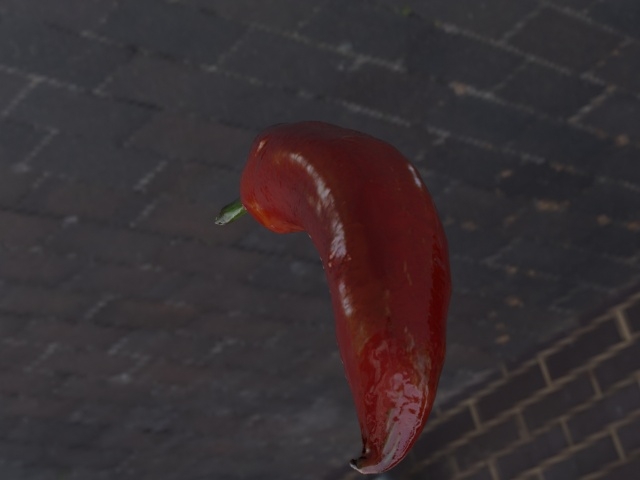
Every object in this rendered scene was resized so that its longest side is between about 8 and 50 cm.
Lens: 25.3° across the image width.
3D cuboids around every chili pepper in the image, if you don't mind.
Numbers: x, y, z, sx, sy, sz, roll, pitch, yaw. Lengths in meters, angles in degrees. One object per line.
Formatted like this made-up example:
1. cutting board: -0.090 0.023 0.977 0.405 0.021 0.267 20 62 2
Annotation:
1. chili pepper: 0.005 -0.003 0.895 0.092 0.368 0.137 38 97 -25
